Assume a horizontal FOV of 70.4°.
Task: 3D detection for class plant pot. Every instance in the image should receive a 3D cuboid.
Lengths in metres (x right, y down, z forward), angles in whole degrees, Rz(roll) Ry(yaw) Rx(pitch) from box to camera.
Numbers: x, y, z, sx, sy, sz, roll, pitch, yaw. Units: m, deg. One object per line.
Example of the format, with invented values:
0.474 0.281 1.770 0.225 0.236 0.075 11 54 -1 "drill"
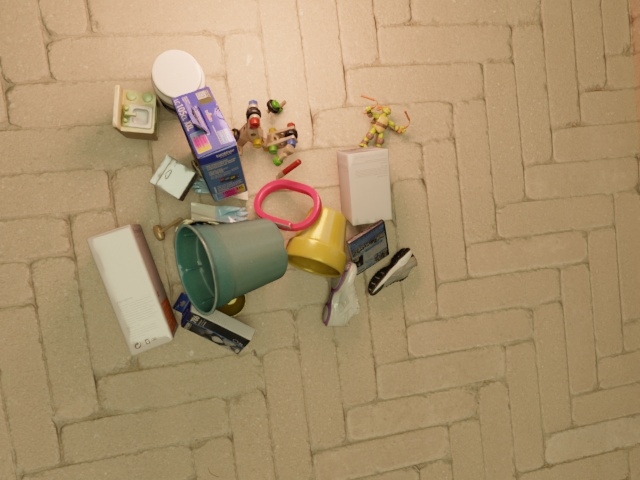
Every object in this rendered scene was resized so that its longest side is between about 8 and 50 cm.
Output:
0.000 0.000 1.875 0.253 0.254 0.239 21 72 -12 "plant pot"
-0.375 0.239 1.868 0.134 0.095 0.134 -1 93 -11 "plant pot"
-0.325 0.069 1.720 0.334 0.341 0.342 -17 96 -35 "plant pot"

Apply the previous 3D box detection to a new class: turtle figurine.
0.245 -0.497 1.966 0.269 0.087 0.218 21 99 -27 "turtle figurine"

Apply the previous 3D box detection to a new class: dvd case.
0.206 0.033 1.931 0.180 0.253 0.022 -32 54 -9 "dvd case"

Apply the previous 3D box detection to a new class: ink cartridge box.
-0.441 0.338 1.827 0.332 0.165 0.065 30 48 -10 "ink cartridge box"
-0.567 -0.239 1.765 0.127 0.176 0.128 32 86 -11 "ink cartridge box"
-0.399 -0.355 1.649 0.151 0.395 0.270 -23 71 -13 "ink cartridge box"

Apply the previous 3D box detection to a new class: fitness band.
-0.133 -0.145 1.840 0.290 0.054 0.209 19 67 25 "fitness band"

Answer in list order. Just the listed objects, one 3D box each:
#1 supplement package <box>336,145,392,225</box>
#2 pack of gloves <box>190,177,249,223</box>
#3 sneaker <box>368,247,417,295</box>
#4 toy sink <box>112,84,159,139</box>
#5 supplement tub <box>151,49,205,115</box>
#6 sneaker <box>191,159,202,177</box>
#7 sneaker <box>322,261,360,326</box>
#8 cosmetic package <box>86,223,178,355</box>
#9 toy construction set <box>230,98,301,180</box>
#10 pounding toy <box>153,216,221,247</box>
0.181 -0.231 1.895 0.177 0.175 0.293 -9 107 -12 "supplement package"
-0.394 -0.165 1.806 0.231 0.046 0.195 4 64 -24 "pack of gloves"
0.324 0.155 2.011 0.271 0.100 0.108 -41 105 -7 "sneaker"
-0.680 -0.472 1.702 0.131 0.234 0.153 3 91 -12 "toy sink"
-0.527 -0.585 1.708 0.191 0.272 0.191 -1 93 -12 "supplement tub"
-0.495 -0.296 1.855 0.037 0.032 0.083 -38 105 -22 "sneaker"
0.113 0.237 1.961 0.152 0.114 0.305 12 107 -19 "sneaker"
-0.702 0.175 1.731 0.161 0.230 0.454 -20 97 -11 "cosmetic package"
-0.232 -0.384 1.830 0.237 0.257 0.309 -31 80 34 "toy construction set"
-0.511 -0.016 1.797 0.269 0.155 0.154 -15 91 -11 "pounding toy"
